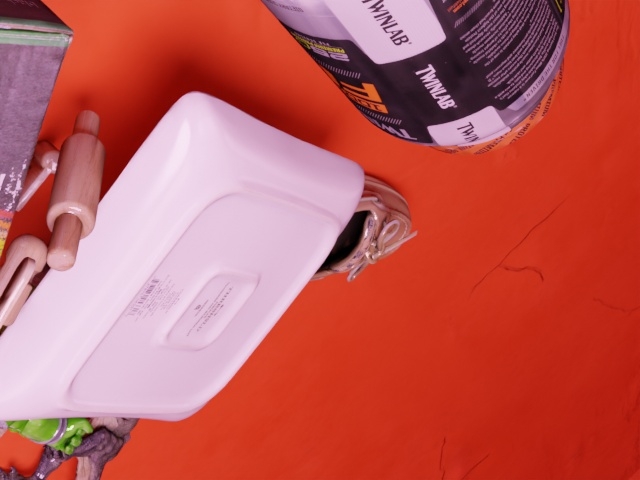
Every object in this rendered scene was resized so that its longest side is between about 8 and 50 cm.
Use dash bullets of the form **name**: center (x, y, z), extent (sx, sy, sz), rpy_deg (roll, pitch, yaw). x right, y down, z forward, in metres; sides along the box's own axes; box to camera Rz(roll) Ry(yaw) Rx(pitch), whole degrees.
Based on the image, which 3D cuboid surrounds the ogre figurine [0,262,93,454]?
- **ogre figurine**: center (-0.204, 0.077, 0.907), extent (0.197, 0.097, 0.118), rpy_deg (-51, 156, 16)

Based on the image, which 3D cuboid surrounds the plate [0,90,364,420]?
- **plate**: center (-0.094, 0.039, 0.852), extent (0.277, 0.045, 0.278), rpy_deg (-51, 154, 11)

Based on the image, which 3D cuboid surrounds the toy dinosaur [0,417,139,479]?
- **toy dinosaur**: center (-0.220, 0.189, 1.050), extent (0.118, 0.064, 0.268), rpy_deg (-11, 137, -54)

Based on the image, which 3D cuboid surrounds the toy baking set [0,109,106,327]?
- **toy baking set**: center (-0.201, 0.029, 0.746), extent (0.030, 0.256, 0.197), rpy_deg (30, 115, -24)

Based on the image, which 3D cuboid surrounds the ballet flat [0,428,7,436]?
- **ballet flat**: center (-0.329, 0.152, 0.866), extent (0.206, 0.073, 0.067), rpy_deg (-25, 134, -36)

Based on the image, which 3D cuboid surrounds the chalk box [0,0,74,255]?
- **chalk box**: center (-0.261, -0.083, 0.584), extent (0.180, 0.179, 0.289), rpy_deg (-5, 128, -47)

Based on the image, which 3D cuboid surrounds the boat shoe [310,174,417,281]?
- **boat shoe**: center (0.000, 0.000, 1.074), extent (0.285, 0.089, 0.105), rpy_deg (-5, 129, -48)

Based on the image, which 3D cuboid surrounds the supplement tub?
- **supplement tub**: center (0.071, -0.192, 0.848), extent (0.193, 0.193, 0.316), rpy_deg (-49, 148, 2)
